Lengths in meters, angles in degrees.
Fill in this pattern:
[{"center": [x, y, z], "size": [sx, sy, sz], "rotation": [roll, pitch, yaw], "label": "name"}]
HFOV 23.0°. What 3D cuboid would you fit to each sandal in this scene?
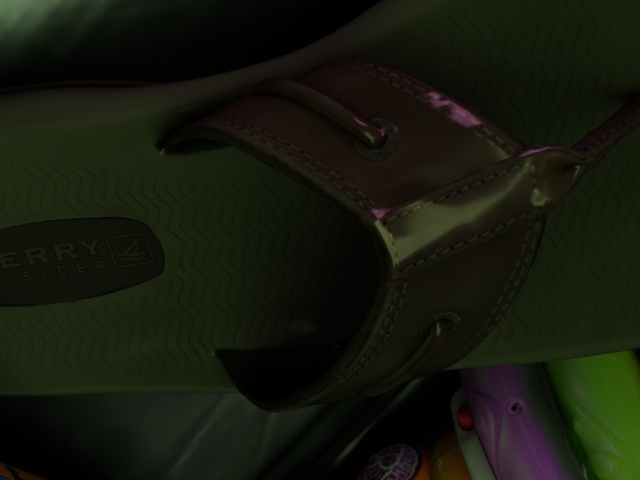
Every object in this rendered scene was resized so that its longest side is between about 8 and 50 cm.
[{"center": [-0.001, 0.002, 0.413], "size": [0.302, 0.086, 0.120], "rotation": [-13, 112, 16], "label": "sandal"}]

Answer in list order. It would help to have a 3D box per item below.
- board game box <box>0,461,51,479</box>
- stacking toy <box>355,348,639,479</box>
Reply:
[{"center": [-0.128, 0.145, 0.478], "size": [0.170, 0.048, 0.141], "rotation": [-40, 152, 5], "label": "board game box"}, {"center": [0.106, 0.056, 0.504], "size": [0.302, 0.175, 0.166], "rotation": [-26, 124, 12], "label": "stacking toy"}]
